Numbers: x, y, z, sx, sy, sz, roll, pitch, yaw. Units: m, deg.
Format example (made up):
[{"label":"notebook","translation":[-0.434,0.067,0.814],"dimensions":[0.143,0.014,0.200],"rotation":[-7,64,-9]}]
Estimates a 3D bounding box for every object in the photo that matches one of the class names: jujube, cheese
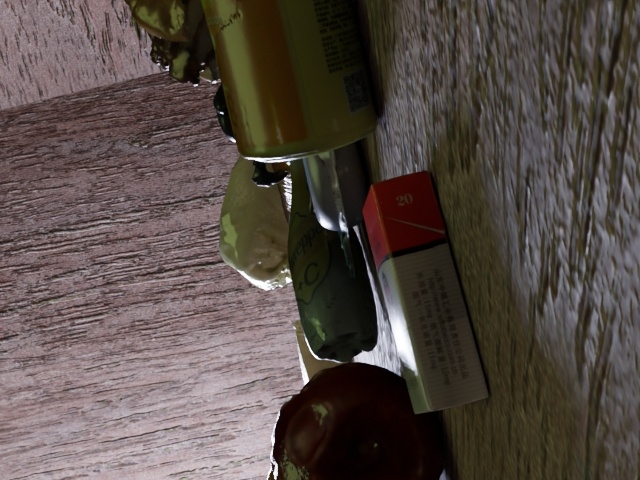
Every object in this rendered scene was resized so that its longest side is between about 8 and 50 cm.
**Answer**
[{"label":"jujube","translation":[0.034,0.185,1.208],"dimensions":[0.230,0.155,0.155],"rotation":[17,-121,-85]},{"label":"cheese","translation":[0.014,-0.056,1.295],"dimensions":[0.245,0.052,0.135],"rotation":[79,179,-68]}]

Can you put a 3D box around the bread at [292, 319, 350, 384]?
[{"label":"bread","translation":[0.007,0.197,2.132],"dimensions":[0.105,0.077,0.152],"rotation":[100,157,-79]}]

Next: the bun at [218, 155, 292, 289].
[{"label":"bun","translation":[-0.065,-0.030,1.976],"dimensions":[0.229,0.145,0.230],"rotation":[17,-90,-79]}]

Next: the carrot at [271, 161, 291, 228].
[{"label":"carrot","translation":[-0.018,-0.052,1.703],"dimensions":[0.260,0.070,0.070],"rotation":[80,175,-55]}]

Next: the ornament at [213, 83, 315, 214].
[{"label":"ornament","translation":[-0.042,-0.108,1.353],"dimensions":[0.236,0.080,0.202],"rotation":[88,-165,-50]}]

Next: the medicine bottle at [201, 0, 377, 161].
[{"label":"medicine bottle","translation":[-0.035,-0.186,1.040],"dimensions":[0.124,0.124,0.239],"rotation":[-120,15,-77]}]

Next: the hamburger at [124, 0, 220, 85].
[{"label":"hamburger","translation":[-0.121,-0.307,1.341],"dimensions":[0.245,0.282,0.155],"rotation":[34,170,31]}]

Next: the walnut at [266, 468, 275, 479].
[{"label":"walnut","translation":[0.018,0.341,1.697],"dimensions":[0.195,0.195,0.222],"rotation":[81,176,-50]}]

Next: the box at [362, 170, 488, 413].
[{"label":"box","translation":[0.068,0.038,0.902],"dimensions":[0.100,0.048,0.152],"rotation":[113,146,-80]}]

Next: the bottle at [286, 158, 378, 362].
[{"label":"bottle","translation":[0.000,0.000,1.463],"dimensions":[0.083,0.083,0.270],"rotation":[83,174,-60]}]
